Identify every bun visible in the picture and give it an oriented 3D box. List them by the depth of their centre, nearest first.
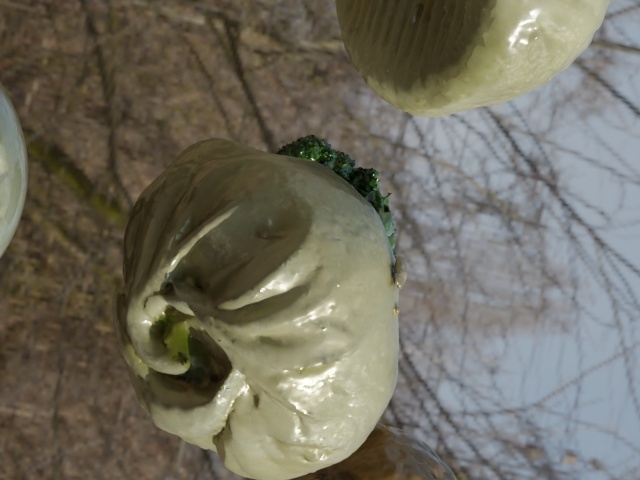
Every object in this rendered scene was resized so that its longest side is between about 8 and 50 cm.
[{"bbox_3d":[-0.062,0.048,0.890,0.259,0.160,0.259,17,-67,47],"label":"bun"},{"bbox_3d":[0.176,-0.302,1.365,0.352,0.227,0.349,25,-72,55],"label":"bun"}]

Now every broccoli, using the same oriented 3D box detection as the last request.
[{"bbox_3d":[0.000,0.000,1.696,0.265,0.294,0.245,-39,-162,-13],"label":"broccoli"}]

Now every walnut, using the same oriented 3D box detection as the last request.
[{"bbox_3d":[0.071,0.353,1.567,0.224,0.257,0.257,-58,179,-22],"label":"walnut"}]

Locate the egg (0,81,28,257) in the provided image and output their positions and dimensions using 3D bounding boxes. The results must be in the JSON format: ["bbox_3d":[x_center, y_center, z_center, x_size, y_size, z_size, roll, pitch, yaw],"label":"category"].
[{"bbox_3d":[-0.404,-0.072,1.106,0.336,0.278,0.278,30,-71,60],"label":"egg"}]
